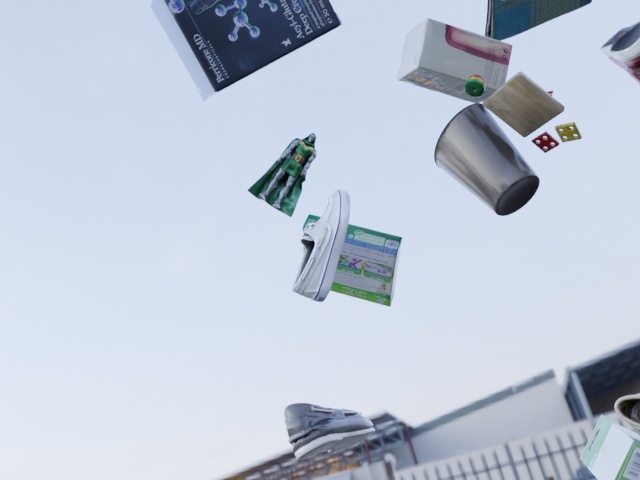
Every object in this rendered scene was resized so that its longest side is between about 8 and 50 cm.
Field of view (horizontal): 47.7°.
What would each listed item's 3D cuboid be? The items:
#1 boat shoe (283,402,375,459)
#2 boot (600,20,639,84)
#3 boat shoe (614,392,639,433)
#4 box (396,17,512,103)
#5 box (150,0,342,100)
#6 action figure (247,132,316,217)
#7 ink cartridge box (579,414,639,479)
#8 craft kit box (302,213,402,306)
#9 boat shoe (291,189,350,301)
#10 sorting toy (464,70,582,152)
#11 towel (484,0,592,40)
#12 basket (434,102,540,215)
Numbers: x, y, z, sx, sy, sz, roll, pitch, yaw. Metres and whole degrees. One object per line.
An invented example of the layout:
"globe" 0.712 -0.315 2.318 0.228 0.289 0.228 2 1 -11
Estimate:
"boat shoe" 0.023 0.368 1.455 0.112 0.095 0.335 -31 -20 13
"boot" 0.675 -0.356 1.480 0.088 0.176 0.244 -44 1 18
"boat shoe" 0.680 0.335 1.294 0.098 0.109 0.302 25 -12 -35
"box" 0.327 -0.437 1.780 0.232 0.126 0.148 14 -4 -14
"box" -0.200 -0.599 1.919 0.395 0.293 0.212 -32 13 -13
"action figure" -0.077 -0.195 1.941 0.137 0.232 0.063 32 -15 -5
"ink cartridge box" 0.586 0.425 1.423 0.062 0.109 0.209 25 2 5
"craft kit box" 0.078 0.056 1.886 0.250 0.061 0.246 15 -40 11
"boat shoe" 0.000 0.000 1.554 0.084 0.258 0.095 19 -23 -14
"sorting toy" 0.466 -0.308 1.630 0.274 0.046 0.132 36 -32 -10
"towel" 0.603 -0.711 1.964 0.370 0.040 0.271 -26 -45 -17
"basket" 0.402 -0.180 1.732 0.154 0.227 0.204 -16 -38 -27
